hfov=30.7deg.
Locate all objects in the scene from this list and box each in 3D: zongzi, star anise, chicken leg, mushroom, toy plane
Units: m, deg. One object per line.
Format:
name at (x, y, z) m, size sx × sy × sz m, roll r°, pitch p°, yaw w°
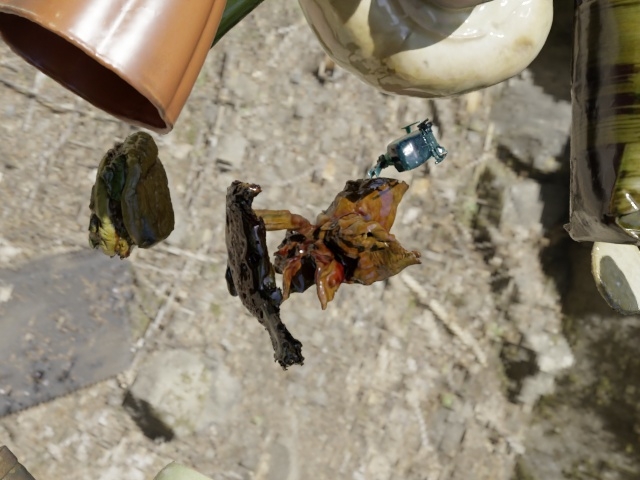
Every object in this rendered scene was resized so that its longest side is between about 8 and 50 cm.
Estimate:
zongzi at (0.332, -0.129, 0.868) m, size 0.134 × 0.288 × 0.286 m, roll 60°, pitch 33°, yaw -86°
star anise at (-0.001, 0.011, 1.626) m, size 0.346 × 0.237 × 0.148 m, roll -19°, pitch 113°, yaw -38°
chicken leg at (-0.072, 0.045, 1.419) m, size 0.051 × 0.253 × 0.106 m, roll -11°, pitch 157°, yaw -19°
mushroom at (0.160, -0.343, 1.432) m, size 0.325 × 0.353 × 0.353 m, roll 40°, pitch 73°, yaw -47°
toy plane at (0.125, -0.126, 1.630) m, size 0.060 × 0.096 × 0.235 m, roll 62°, pitch 18°, yaw -5°

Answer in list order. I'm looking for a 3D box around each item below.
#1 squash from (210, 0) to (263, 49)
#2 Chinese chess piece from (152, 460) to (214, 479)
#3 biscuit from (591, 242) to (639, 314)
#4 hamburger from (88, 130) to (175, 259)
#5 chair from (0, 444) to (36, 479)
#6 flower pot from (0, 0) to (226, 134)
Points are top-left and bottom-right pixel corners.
squash at (-0.101, -0.285, 1.315) m, size 0.250 × 0.083 × 0.083 m, roll -37°, pitch 138°, yaw 8°
Chinese chess piece at (-0.206, 0.510, 2.179) m, size 0.101 × 0.250 × 0.250 m, roll -59°, pitch 139°, yaw -17°
biscuit at (0.505, 0.053, 1.960) m, size 0.152 × 0.020 × 0.152 m, roll 17°, pitch 63°, yaw -36°
hamburger at (-0.315, -0.075, 1.999) m, size 0.183 × 0.129 × 0.206 m, roll -72°, pitch 170°, yaw -64°
chair at (-0.229, 0.305, 0.756) m, size 0.203 × 0.240 × 0.416 m, roll 51°, pitch 42°, yaw -10°
flower pot at (-0.166, -0.212, 1.005) m, size 0.173 × 0.190 × 0.190 m, roll -59°, pitch 139°, yaw -13°
